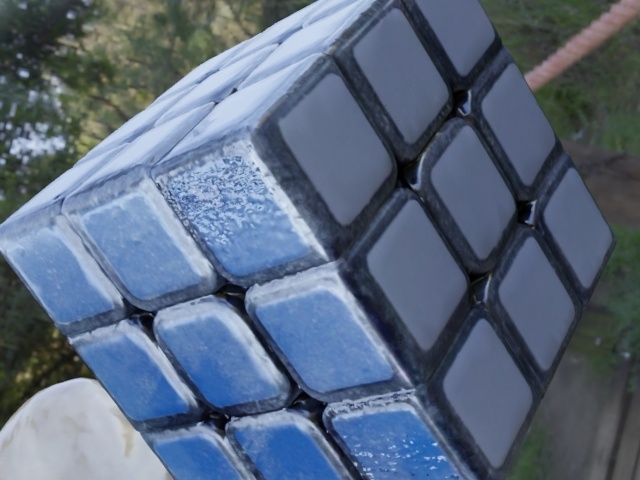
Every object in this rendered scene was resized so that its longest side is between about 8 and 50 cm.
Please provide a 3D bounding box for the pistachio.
[{"bbox_3d":[-0.245,0.287,1.220,0.230,0.309,0.230,-30,-38,-27],"label":"pistachio"}]

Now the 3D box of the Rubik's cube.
[{"bbox_3d":[0.000,0.000,0.818,0.305,0.301,0.304,-17,23,40],"label":"Rubik's cube"}]
